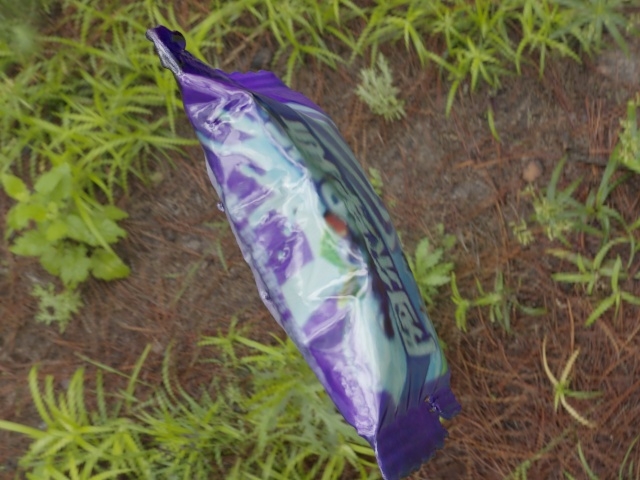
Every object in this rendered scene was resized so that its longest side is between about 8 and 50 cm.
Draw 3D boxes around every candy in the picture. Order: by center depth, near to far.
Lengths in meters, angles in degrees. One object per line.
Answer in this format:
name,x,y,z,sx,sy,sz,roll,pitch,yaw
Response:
candy,0.000,0.000,0.563,0.070,0.145,0.275,-32,82,24
